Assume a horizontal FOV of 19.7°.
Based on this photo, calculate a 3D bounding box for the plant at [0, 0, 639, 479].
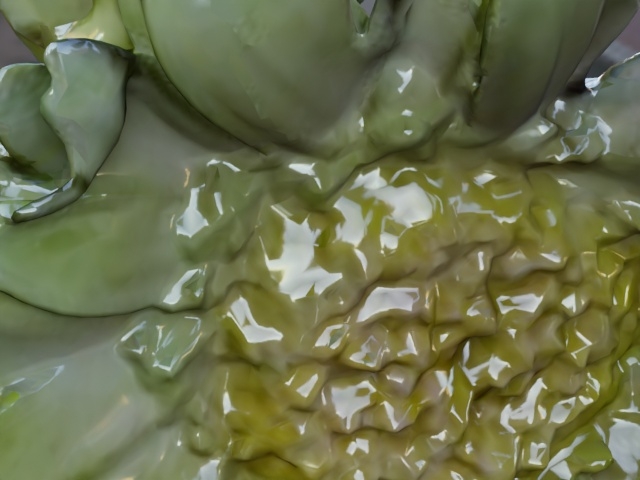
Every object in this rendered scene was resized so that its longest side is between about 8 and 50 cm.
[{"bbox_3d":[0.008,0.040,0.497,0.306,0.261,0.297,8,-13,-28],"label":"plant"}]
